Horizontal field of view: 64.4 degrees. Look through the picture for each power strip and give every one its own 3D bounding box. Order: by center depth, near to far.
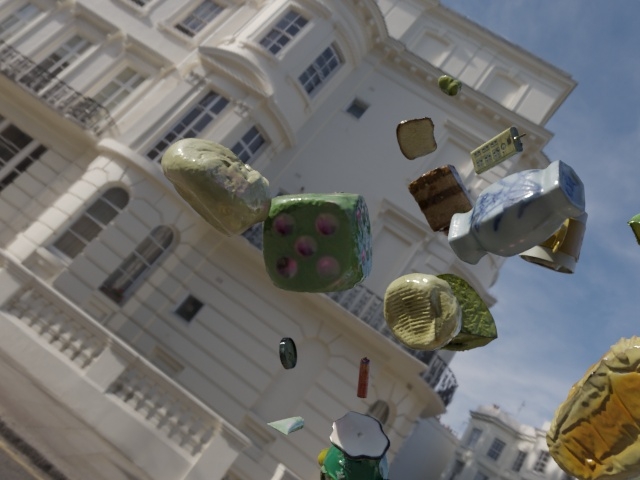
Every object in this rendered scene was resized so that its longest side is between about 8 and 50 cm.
[{"bbox_3d":[0.615,-0.313,1.757,0.268,0.035,0.092,147,-66,-66],"label":"power strip"}]

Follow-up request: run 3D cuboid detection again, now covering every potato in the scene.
[{"bbox_3d":[0.438,0.271,1.863,0.331,0.212,0.280,14,-28,-11],"label":"potato"}]

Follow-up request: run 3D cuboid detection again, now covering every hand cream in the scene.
[{"bbox_3d":[-0.114,0.651,1.784,0.078,0.049,0.205,23,-5,22],"label":"hand cream"}]

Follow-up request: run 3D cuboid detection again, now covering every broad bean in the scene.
[{"bbox_3d":[0.390,-0.466,1.535,0.083,0.045,0.063,40,-17,41],"label":"broad bean"}]

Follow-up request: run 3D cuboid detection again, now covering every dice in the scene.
[{"bbox_3d":[0.000,0.000,1.733,0.331,0.317,0.322,-1,8,14],"label":"dice"}]

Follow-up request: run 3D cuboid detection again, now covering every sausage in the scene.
[{"bbox_3d":[0.133,0.415,1.549,0.034,0.129,0.034,5,10,-1],"label":"sausage"}]

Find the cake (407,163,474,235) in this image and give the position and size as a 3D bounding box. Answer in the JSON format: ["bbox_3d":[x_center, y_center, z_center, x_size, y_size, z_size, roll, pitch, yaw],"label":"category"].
[{"bbox_3d":[0.500,-0.139,2.031,0.292,0.196,0.199,65,20,6],"label":"cake"}]

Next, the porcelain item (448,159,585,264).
[{"bbox_3d":[0.599,-0.080,1.589,0.179,0.242,0.405,38,-42,-15],"label":"porcelain item"}]

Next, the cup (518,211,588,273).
[{"bbox_3d":[0.813,-0.011,1.745,0.186,0.225,0.241,21,-4,17],"label":"cup"}]

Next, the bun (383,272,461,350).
[{"bbox_3d":[0.294,0.196,1.422,0.230,0.145,0.229,14,-71,47],"label":"bun"}]

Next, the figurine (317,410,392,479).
[{"bbox_3d":[0.119,0.769,1.710,0.324,0.232,0.339,30,-53,35],"label":"figurine"}]

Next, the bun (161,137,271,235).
[{"bbox_3d":[-0.299,-0.168,1.543,0.361,0.213,0.361,39,-14,12],"label":"bun"}]

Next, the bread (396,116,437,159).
[{"bbox_3d":[0.311,-0.331,1.649,0.044,0.126,0.128,-77,153,-81],"label":"bread"}]

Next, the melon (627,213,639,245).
[{"bbox_3d":[0.927,0.021,1.309,0.129,0.169,0.264,-18,-75,55],"label":"melon"}]

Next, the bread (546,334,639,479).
[{"bbox_3d":[0.659,0.363,1.097,0.388,0.183,0.236,-57,-133,34],"label":"bread"}]

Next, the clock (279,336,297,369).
[{"bbox_3d":[-0.084,0.294,1.327,0.017,0.085,0.085,-12,-43,18],"label":"clock"}]
